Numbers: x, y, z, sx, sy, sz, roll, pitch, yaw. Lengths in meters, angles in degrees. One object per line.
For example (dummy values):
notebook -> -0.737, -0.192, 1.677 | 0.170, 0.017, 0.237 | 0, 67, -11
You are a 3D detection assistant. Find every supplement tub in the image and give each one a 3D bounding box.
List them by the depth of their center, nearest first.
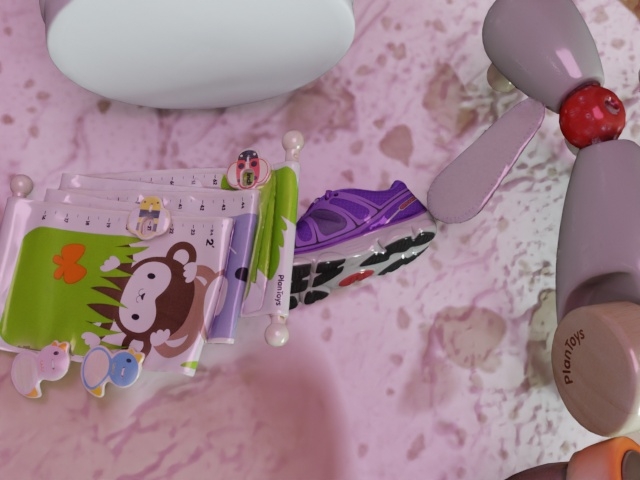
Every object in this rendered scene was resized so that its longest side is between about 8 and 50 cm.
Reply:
supplement tub -> -0.093, -0.279, 0.640 | 0.235, 0.235, 0.324 | -3, 75, -11

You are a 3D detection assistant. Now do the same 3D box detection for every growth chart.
growth chart -> -0.124, 0.018, 0.623 | 0.237, 0.021, 0.172 | -6, 69, 11

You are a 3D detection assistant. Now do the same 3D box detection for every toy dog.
toy dog -> 0.191, -0.007, 0.669 | 0.220, 0.161, 0.333 | 13, 58, -17

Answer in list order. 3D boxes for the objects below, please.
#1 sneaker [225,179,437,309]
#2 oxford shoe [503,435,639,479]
sneaker -> 0.000, 0.000, 0.676 | 0.170, 0.068, 0.071 | -17, 62, -23
oxford shoe -> 0.217, 0.303, 0.602 | 0.363, 0.133, 0.130 | 63, 30, -1
